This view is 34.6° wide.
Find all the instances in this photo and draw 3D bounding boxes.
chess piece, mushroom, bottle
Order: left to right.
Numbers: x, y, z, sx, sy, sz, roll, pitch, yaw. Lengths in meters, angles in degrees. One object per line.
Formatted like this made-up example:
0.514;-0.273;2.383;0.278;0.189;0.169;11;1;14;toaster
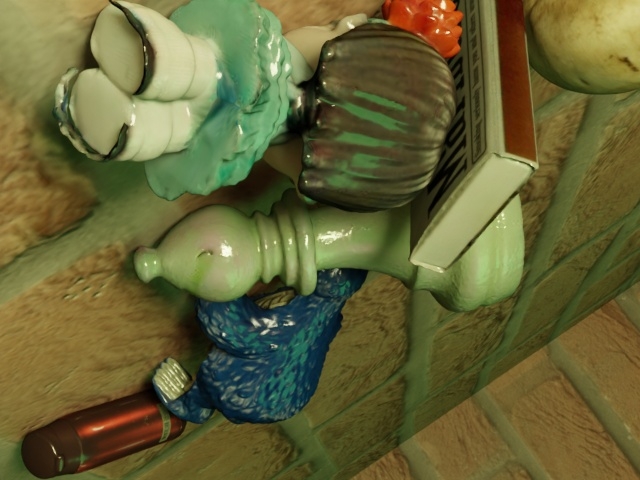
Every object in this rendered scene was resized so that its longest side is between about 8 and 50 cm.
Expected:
-0.203;0.180;0.966;0.164;0.060;0.060;-10;150;-53;bottle
0.000;0.000;0.749;0.271;0.139;0.139;-9;157;-10;chess piece
0.199;-0.171;0.672;0.166;0.127;0.166;-39;-170;8;mushroom

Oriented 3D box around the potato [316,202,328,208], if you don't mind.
0.029;-0.040;0.841;0.051;0.040;0.083;-34;160;34;potato

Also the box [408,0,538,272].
0.092;-0.081;0.656;0.035;0.177;0.115;16;140;-14;box

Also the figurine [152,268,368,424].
-0.037;0.087;0.916;0.164;0.121;0.262;-17;153;-36;figurine

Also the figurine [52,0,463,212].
-0.015;-0.082;0.562;0.245;0.110;0.138;-2;128;-48;figurine
